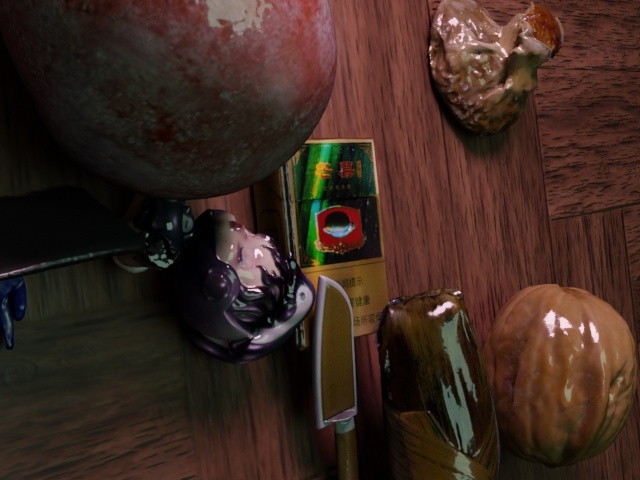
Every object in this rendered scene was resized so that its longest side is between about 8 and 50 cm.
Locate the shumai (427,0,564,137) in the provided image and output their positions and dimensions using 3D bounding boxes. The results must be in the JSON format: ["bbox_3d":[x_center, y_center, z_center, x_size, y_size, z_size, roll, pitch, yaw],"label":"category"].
[{"bbox_3d":[0.255,-0.260,1.296,0.161,0.153,0.209,-24,100,-50],"label":"shumai"}]

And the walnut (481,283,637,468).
[{"bbox_3d":[0.334,0.192,1.286,0.225,0.225,0.261,2,90,-44],"label":"walnut"}]

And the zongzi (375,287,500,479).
[{"bbox_3d":[0.133,0.235,1.021,0.300,0.138,0.286,-79,161,-60],"label":"zongzi"}]

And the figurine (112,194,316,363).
[{"bbox_3d":[-0.110,0.041,0.931,0.222,0.145,0.145,36,62,-26],"label":"figurine"}]

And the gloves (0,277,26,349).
[{"bbox_3d":[-0.291,0.058,0.815,0.064,0.026,0.086,29,66,-41],"label":"gloves"}]

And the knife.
[{"bbox_3d":[0.020,0.196,1.048,0.061,0.027,0.343,-18,115,-36],"label":"knife"}]

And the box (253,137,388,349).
[{"bbox_3d":[0.000,0.000,1.073,0.159,0.071,0.240,-8,93,-42],"label":"box"}]

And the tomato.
[{"bbox_3d":[-0.127,-0.191,0.800,0.282,0.317,0.316,-28,108,-12],"label":"tomato"}]

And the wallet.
[{"bbox_3d":[-0.281,0.000,0.769,0.244,0.124,0.025,-11,124,-44],"label":"wallet"}]
